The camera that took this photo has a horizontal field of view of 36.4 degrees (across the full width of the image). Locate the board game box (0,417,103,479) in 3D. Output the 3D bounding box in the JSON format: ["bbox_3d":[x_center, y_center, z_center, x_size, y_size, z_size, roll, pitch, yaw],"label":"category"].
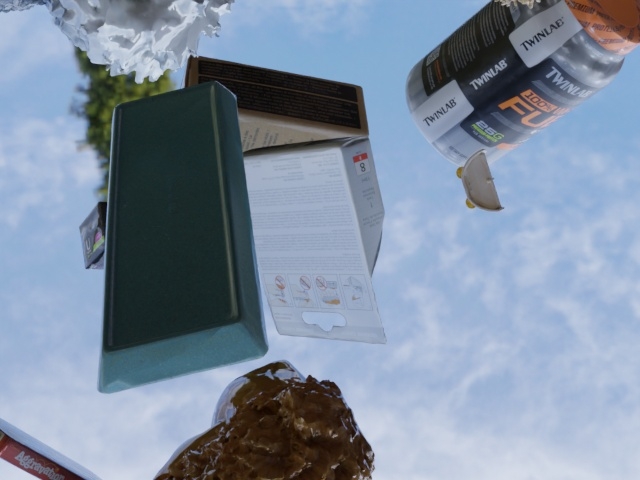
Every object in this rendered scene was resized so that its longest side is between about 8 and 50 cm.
[{"bbox_3d":[-0.325,0.266,1.162,0.145,0.281,0.027,24,-108,37],"label":"board game box"}]

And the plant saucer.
[{"bbox_3d":[-0.065,-0.014,0.432,0.067,0.018,0.192,-14,-139,1],"label":"plant saucer"}]

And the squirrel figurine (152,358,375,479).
[{"bbox_3d":[-0.130,0.310,1.062,0.370,0.397,0.281,-24,-103,-17],"label":"squirrel figurine"}]

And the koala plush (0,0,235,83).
[{"bbox_3d":[-0.090,-0.165,0.279,0.196,0.221,0.203,19,-149,11],"label":"koala plush"}]

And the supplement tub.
[{"bbox_3d":[0.286,-0.253,1.374,0.193,0.316,0.193,21,-128,-29],"label":"supplement tub"}]

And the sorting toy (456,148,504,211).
[{"bbox_3d":[0.216,-0.076,1.284,0.045,0.083,0.075,-17,179,26],"label":"sorting toy"}]

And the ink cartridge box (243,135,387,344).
[{"bbox_3d":[0.000,0.000,0.879,0.145,0.179,0.045,-1,-160,45],"label":"ink cartridge box"}]

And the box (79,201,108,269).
[{"bbox_3d":[-0.199,-0.004,1.010,0.083,0.062,0.052,2,-116,-35],"label":"box"}]

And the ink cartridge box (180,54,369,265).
[{"bbox_3d":[-0.074,-0.075,1.062,0.193,0.234,0.088,9,-132,-14],"label":"ink cartridge box"}]

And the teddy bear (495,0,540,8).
[{"bbox_3d":[0.149,-0.335,0.885,0.113,0.245,0.338,-7,-163,5],"label":"teddy bear"}]
